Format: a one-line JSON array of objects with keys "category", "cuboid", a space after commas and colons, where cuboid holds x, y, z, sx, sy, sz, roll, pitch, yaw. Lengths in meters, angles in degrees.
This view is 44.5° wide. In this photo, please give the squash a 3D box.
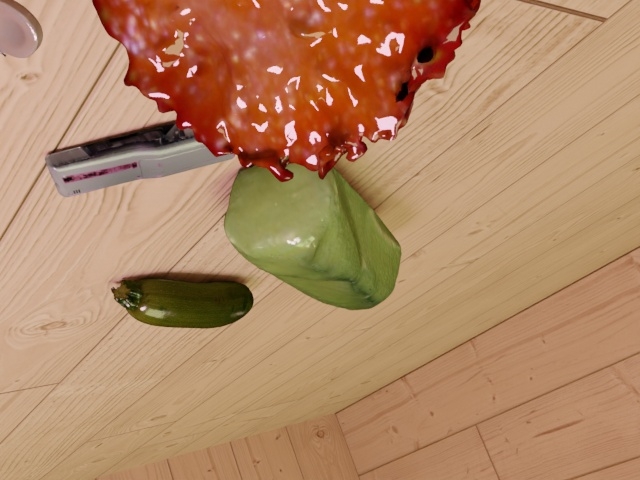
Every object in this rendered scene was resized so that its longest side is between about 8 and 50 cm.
[{"category": "squash", "cuboid": [-0.175, 0.087, 1.072, 0.069, 0.069, 0.258, -32, 159, 29]}]

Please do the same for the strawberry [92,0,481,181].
[{"category": "strawberry", "cuboid": [-0.006, -0.172, 0.447, 0.234, 0.234, 0.178, -33, -171, 30]}]

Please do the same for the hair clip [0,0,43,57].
[{"category": "hair clip", "cuboid": [-0.246, -0.133, 0.384, 0.226, 0.072, 0.034, -3, 151, -42]}]

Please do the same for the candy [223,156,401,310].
[{"category": "candy", "cuboid": [0.000, 0.000, 0.954, 0.142, 0.132, 0.343, 18, 172, 21]}]

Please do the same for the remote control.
[{"category": "remote control", "cuboid": [-0.158, -0.074, 0.705, 0.166, 0.029, 0.065, -16, 162, -14]}]
